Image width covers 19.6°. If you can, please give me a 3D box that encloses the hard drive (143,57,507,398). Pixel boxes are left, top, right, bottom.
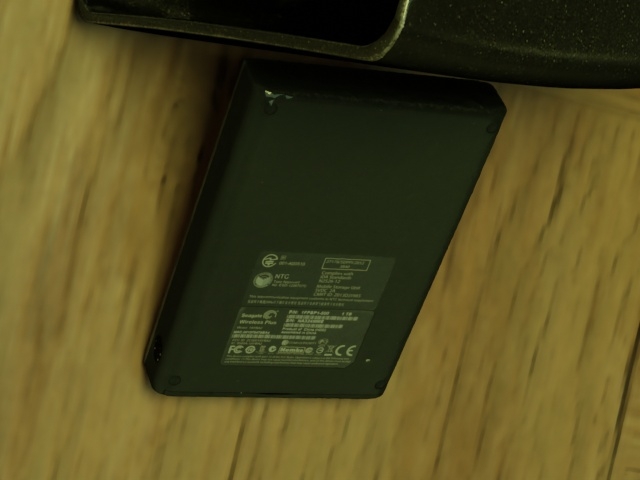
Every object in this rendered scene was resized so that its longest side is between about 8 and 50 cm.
[{"bbox_3d":[0.000,0.000,0.652,0.094,0.022,0.135,3,128,-24],"label":"hard drive"}]

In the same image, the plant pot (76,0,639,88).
[{"bbox_3d":[0.052,-0.136,0.617,0.167,0.187,0.188,15,90,-36],"label":"plant pot"}]
